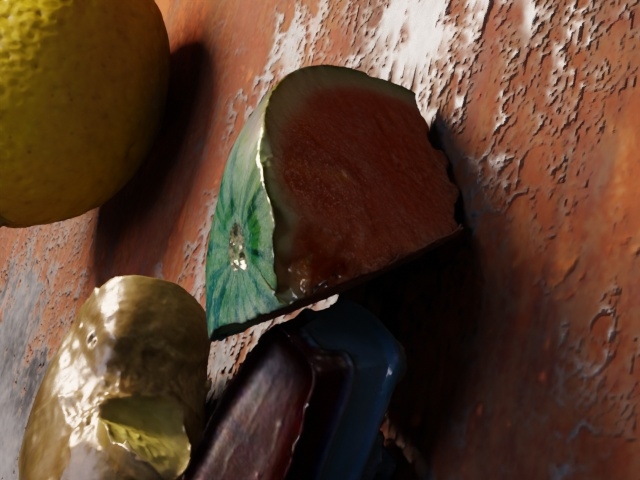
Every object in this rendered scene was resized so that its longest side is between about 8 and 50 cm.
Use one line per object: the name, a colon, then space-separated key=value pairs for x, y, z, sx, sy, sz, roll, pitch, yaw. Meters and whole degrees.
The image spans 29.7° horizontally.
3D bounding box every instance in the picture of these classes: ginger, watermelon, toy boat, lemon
ginger: x=-0.147 y=0.172 z=0.811 sx=0.219 sy=0.123 sz=0.270 roll=-50 pitch=24 yaw=48
watermelon: x=-0.019 y=-0.004 z=0.688 sx=0.128 sy=0.231 sz=0.146 roll=51 pitch=122 yaw=11
toy boat: x=-0.017 y=0.138 z=0.669 sx=0.100 sy=0.097 sz=0.223 roll=45 pitch=116 yaw=47
lemon: x=-0.263 y=-0.147 z=1.108 sx=0.267 sy=0.267 sz=0.267 roll=-37 pitch=42 yaw=43

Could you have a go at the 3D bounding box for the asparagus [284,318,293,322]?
asparagus: x=-0.054 y=0.127 z=0.814 sx=0.016 sy=0.016 sz=0.163 roll=-142 pitch=73 yaw=-79
